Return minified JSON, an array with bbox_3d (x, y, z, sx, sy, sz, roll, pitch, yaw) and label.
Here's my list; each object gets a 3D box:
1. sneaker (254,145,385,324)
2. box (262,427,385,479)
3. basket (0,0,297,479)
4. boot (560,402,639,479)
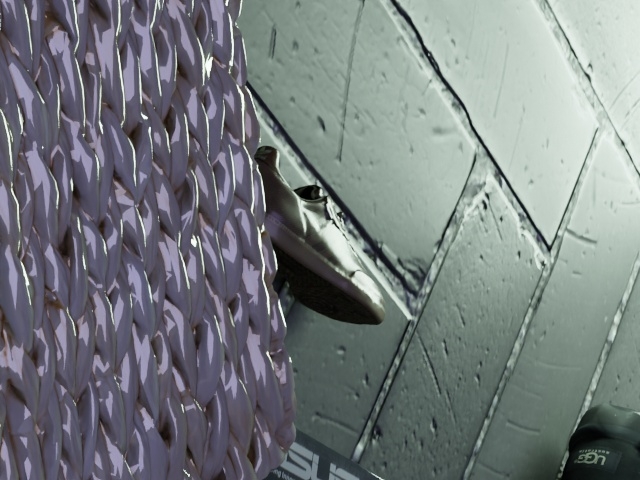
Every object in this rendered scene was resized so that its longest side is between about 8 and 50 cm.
[{"bbox_3d":[0.000,0.000,1.210,0.188,0.066,0.071,42,60,-49],"label":"sneaker"},{"bbox_3d":[0.022,0.334,1.154,0.395,0.097,0.318,36,49,-39],"label":"box"},{"bbox_3d":[-0.212,-0.018,0.690,0.266,0.331,0.328,-29,118,-51],"label":"basket"},{"bbox_3d":[0.238,0.432,1.532,0.445,0.146,0.367,-55,127,-39],"label":"boot"}]
